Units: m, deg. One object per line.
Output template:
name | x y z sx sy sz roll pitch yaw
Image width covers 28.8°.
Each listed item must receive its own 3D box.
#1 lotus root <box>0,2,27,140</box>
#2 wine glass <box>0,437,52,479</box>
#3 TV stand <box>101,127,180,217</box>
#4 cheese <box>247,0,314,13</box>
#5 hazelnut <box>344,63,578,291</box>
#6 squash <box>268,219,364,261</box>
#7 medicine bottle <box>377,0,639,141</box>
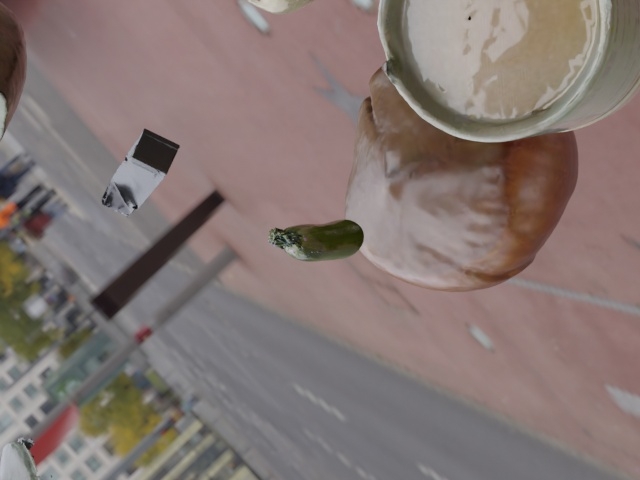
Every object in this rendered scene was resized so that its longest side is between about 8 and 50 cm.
lotus root | -0.514 -0.234 1.756 0.149 0.267 0.260 35 -143 -34
wine glass | -0.456 0.322 1.279 0.190 0.357 0.191 22 116 56
TV stand | -0.231 -0.080 1.567 0.049 0.040 0.256 26 162 -13
cheese | -0.077 -0.483 2.018 0.235 0.218 0.117 7 158 -22
hazelnut | 0.202 -0.097 1.720 0.315 0.372 0.372 28 159 43
squash | 0.000 0.000 1.516 0.052 0.052 0.183 43 -159 21
medicine bottle | 0.246 -0.233 1.340 0.236 0.236 0.406 45 -156 13
